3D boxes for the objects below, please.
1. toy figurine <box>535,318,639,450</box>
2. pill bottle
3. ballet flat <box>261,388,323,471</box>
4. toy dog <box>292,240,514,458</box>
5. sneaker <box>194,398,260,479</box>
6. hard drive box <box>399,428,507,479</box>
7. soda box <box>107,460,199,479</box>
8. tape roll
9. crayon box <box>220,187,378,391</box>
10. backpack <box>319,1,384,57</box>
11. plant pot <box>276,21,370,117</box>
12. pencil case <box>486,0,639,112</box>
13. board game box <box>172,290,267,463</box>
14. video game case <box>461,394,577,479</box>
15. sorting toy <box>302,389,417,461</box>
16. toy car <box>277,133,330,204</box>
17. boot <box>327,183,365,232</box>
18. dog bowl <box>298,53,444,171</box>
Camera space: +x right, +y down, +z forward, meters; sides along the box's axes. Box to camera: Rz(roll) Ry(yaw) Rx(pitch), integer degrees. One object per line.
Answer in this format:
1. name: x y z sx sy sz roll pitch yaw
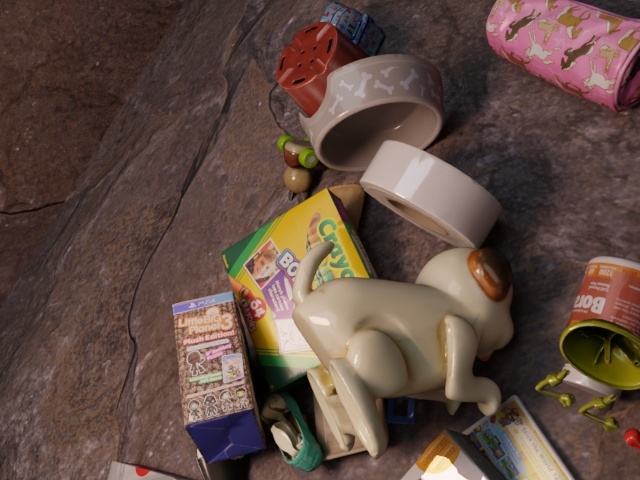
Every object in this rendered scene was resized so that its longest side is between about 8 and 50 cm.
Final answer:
1. toy figurine: 0.529 0.182 0.830 0.362 0.191 0.217 26 48 15
2. pill bottle: 0.475 0.145 0.939 0.121 0.121 0.216 13 77 44
3. ballet flat: -0.081 0.399 1.250 0.083 0.087 0.247 -50 41 3
4. toy dog: 0.173 0.160 1.060 0.407 0.285 0.396 -21 70 -18
5. sneaker: -0.215 0.442 1.381 0.146 0.122 0.331 -28 48 22
6. hard drive box: 0.246 0.469 0.953 0.181 0.089 0.232 -53 44 7
7. soda box: -0.447 0.653 1.495 0.286 0.091 0.098 -6 64 39
8. tape roll: 0.222 -0.089 1.171 0.286 0.286 0.100 31 91 46
9. crayon box: -0.030 0.115 1.312 0.313 0.106 0.363 -31 67 16
10. backpack: 0.080 -0.597 1.644 0.116 0.173 0.158 23 83 45
11. plant pot: 0.041 -0.419 1.518 0.272 0.265 0.273 -20 56 32
12. pencil case: 0.515 -0.412 1.178 0.167 0.160 0.386 -44 45 3
13. board game box: -0.225 0.306 1.275 0.141 0.232 0.291 -12 50 -7
14. video game case: 0.326 0.423 0.991 0.206 0.026 0.227 -43 46 16
15. sorting toy: 0.066 0.367 1.235 0.347 0.047 0.196 -26 49 29
16. toy car: -0.045 -0.184 1.596 0.155 0.148 0.189 41 125 49
17. boot: 0.000 0.000 1.463 0.236 0.089 0.270 -4 66 26
18. dog bowl: 0.128 -0.278 1.329 0.348 0.348 0.102 -24 65 30
